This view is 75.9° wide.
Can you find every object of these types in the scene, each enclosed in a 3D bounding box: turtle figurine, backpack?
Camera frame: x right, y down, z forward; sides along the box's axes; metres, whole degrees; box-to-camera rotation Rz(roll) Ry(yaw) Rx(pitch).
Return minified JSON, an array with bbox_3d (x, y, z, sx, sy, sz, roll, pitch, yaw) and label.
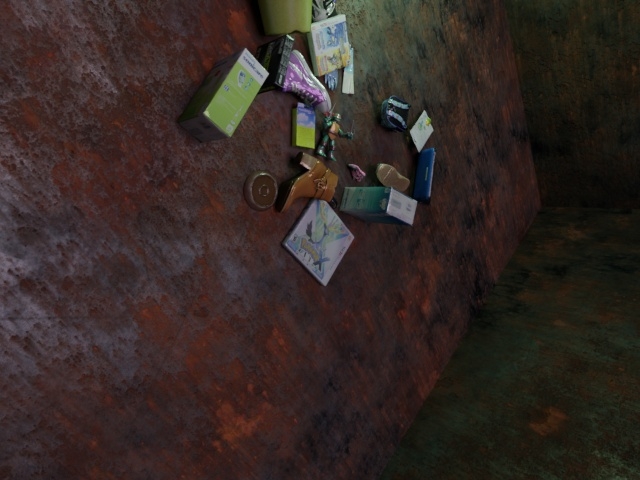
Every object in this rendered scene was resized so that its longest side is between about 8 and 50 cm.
[{"bbox_3d":[0.060,-0.485,1.844,0.175,0.118,0.235,14,101,-28],"label":"turtle figurine"},{"bbox_3d":[0.369,-0.651,2.109,0.173,0.116,0.159,10,89,-44],"label":"backpack"}]

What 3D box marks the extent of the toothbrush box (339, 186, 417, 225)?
[{"bbox_3d":[0.273,-0.164,1.958,0.216,0.295,0.126,19,81,-42],"label":"toothbrush box"}]

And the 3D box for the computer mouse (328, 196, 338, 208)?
[{"bbox_3d":[0.018,-0.243,1.884,0.071,0.041,0.242,-54,128,-41],"label":"computer mouse"}]

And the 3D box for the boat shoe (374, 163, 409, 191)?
[{"bbox_3d":[0.363,-0.337,2.160,0.285,0.092,0.103,15,110,-46],"label":"boat shoe"}]

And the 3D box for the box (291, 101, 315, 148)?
[{"bbox_3d":[-0.073,-0.491,1.767,0.108,0.042,0.179,-2,96,-44],"label":"box"}]

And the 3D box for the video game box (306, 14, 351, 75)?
[{"bbox_3d":[0.039,-0.843,1.774,0.187,0.048,0.205,-29,128,-21],"label":"video game box"}]

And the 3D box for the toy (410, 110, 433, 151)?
[{"bbox_3d":[0.561,-0.619,2.334,0.237,0.056,0.137,-52,123,-32],"label":"toy"}]

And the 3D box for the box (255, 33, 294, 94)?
[{"bbox_3d":[-0.190,-0.655,1.542,0.045,0.184,0.191,17,84,-41],"label":"box"}]

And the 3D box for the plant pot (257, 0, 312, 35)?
[{"bbox_3d":[-0.132,-0.912,1.536,0.275,0.275,0.254,-27,124,-38],"label":"plant pot"}]

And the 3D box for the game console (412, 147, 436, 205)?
[{"bbox_3d":[0.639,-0.361,2.368,0.173,0.250,0.294,6,91,-17],"label":"game console"}]

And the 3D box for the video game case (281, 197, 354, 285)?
[{"bbox_3d":[0.000,0.000,1.900,0.329,0.036,0.300,48,63,-35],"label":"video game case"}]

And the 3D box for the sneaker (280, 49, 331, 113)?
[{"bbox_3d":[-0.086,-0.620,1.697,0.161,0.102,0.282,-47,106,-25],"label":"sneaker"}]

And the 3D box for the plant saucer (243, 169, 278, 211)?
[{"bbox_3d":[-0.234,-0.201,1.663,0.168,0.029,0.169,-7,101,-42],"label":"plant saucer"}]

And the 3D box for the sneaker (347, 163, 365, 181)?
[{"bbox_3d":[0.172,-0.331,2.019,0.119,0.047,0.057,33,84,-39],"label":"sneaker"}]

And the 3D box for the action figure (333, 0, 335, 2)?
[{"bbox_3d":[0.064,-1.103,1.832,0.038,0.030,0.116,11,86,-38],"label":"action figure"}]

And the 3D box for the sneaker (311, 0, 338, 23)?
[{"bbox_3d":[0.001,-1.014,1.706,0.330,0.146,0.123,37,69,-41],"label":"sneaker"}]

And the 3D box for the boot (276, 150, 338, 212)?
[{"bbox_3d":[-0.053,-0.212,1.759,0.220,0.109,0.284,29,76,-34],"label":"boot"}]

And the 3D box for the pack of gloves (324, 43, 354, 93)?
[{"bbox_3d":[0.097,-0.806,1.886,0.194,0.046,0.233,-11,102,-42],"label":"pack of gloves"}]

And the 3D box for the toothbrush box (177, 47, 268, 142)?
[{"bbox_3d":[-0.336,-0.491,1.412,0.122,0.206,0.284,40,69,-37],"label":"toothbrush box"}]
